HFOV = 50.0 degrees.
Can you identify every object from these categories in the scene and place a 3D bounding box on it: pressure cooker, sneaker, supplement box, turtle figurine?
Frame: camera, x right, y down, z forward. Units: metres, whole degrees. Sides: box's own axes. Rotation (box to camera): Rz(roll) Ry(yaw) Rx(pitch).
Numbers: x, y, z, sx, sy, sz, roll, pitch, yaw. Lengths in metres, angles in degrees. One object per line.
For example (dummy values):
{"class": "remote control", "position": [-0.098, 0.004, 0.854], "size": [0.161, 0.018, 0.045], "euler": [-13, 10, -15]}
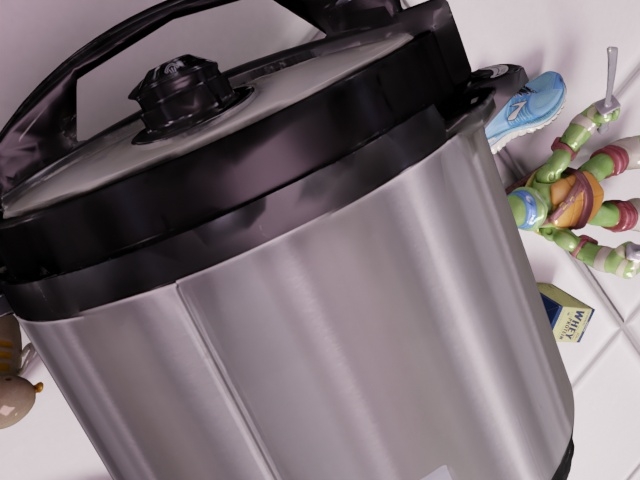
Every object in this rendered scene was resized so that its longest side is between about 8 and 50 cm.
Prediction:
{"class": "pressure cooker", "position": [-0.026, 0.020, 0.531], "size": [0.370, 0.375, 0.420], "euler": [-39, 112, -40]}
{"class": "sneaker", "position": [0.223, -0.160, 0.810], "size": [0.162, 0.063, 0.073], "euler": [-33, 122, -14]}
{"class": "supplement box", "position": [0.328, 0.102, 0.987], "size": [0.083, 0.083, 0.056], "euler": [8, 110, -35]}
{"class": "turtle figurine", "position": [0.371, -0.065, 0.841], "size": [0.266, 0.198, 0.275], "euler": [-12, 150, -42]}

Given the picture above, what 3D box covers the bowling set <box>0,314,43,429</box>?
{"class": "bowling set", "position": [-0.385, 0.100, 0.508], "size": [0.287, 0.154, 0.200], "euler": [-33, 126, -15]}
